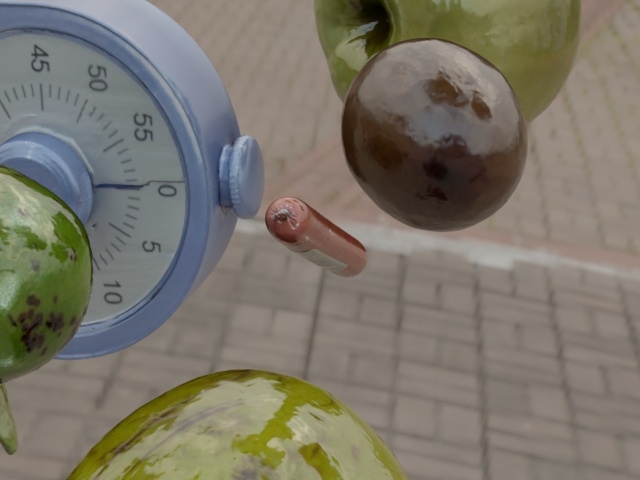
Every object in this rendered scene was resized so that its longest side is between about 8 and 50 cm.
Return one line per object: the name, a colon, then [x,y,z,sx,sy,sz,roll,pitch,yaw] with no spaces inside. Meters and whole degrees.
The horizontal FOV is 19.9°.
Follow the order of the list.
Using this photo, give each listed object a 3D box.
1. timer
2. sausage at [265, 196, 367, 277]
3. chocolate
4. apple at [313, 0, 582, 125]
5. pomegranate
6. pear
timer: [-0.244,-0.066,1.789,0.395,0.395,0.173,14,21,11]
sausage: [0.000,0.000,1.162,0.029,0.029,0.223,15,-4,14]
chocolate: [0.094,-0.080,1.498,0.177,0.176,0.177,9,19,-3]
apple: [0.123,-0.218,1.749,0.262,0.262,0.262,9,19,-3]
pomegranate: [-0.292,0.051,1.497,0.211,0.263,0.211,5,25,-2]
pear: [-0.058,0.224,1.168,0.284,0.283,0.283,9,19,-3]
